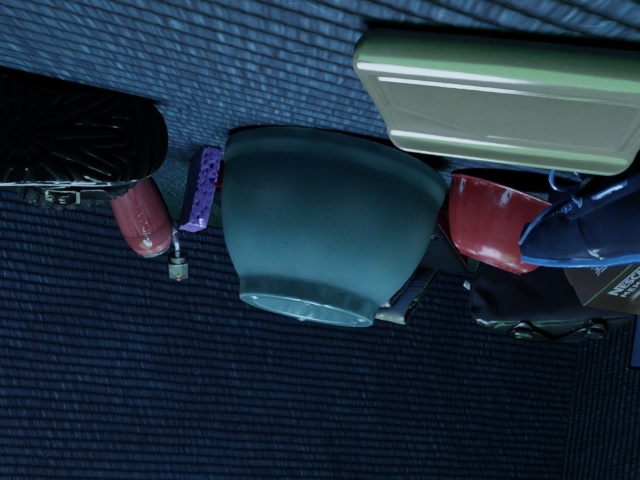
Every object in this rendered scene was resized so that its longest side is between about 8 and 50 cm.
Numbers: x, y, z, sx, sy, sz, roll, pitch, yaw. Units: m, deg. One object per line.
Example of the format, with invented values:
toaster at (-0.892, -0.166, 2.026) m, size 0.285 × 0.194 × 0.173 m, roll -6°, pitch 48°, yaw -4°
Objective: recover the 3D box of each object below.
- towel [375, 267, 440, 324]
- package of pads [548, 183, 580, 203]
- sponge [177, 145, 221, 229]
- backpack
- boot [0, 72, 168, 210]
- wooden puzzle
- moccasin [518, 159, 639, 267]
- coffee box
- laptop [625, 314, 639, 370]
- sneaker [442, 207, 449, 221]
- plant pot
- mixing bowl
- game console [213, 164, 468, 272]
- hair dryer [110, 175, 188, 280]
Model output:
towel at (0.074, 0.028, 1.695) m, size 0.324 × 0.056 × 0.312 m, roll 11°, pitch -146°, yaw 24°
package of pads at (0.340, -0.054, 1.157) m, size 0.050 × 0.032 × 0.083 m, roll 11°, pitch 175°, yaw -38°
sponge at (-0.188, -0.075, 1.377) m, size 0.031 × 0.117 × 0.210 m, roll 11°, pitch 176°, yaw -12°
backpack at (0.406, 0.077, 1.608) m, size 0.290 × 0.273 × 0.355 m, roll -5°, pitch 161°, yaw 11°
boot at (-0.363, -0.112, 1.064) m, size 0.348 × 0.131 × 0.260 m, roll 9°, pitch 176°, yaw -22°
wooden puzzle at (0.149, -0.109, 0.704) m, size 0.221 × 0.044 × 0.238 m, roll 8°, pitch 172°, yaw 12°
moccasin at (0.325, -0.033, 0.933) m, size 0.137 × 0.117 × 0.342 m, roll -4°, pitch 176°, yaw -22°
coffee box at (0.443, 0.022, 1.144) m, size 0.246 × 0.098 × 0.141 m, roll 10°, pitch 136°, yaw -30°
laptop at (0.588, 0.096, 1.364) m, size 0.264 × 0.234 × 0.136 m, roll 9°, pitch 177°, yaw 1°
sneaker at (0.169, -0.035, 1.669) m, size 0.166 × 0.065 × 0.076 m, roll 9°, pitch -179°, yaw 13°
plant pot at (0.000, 0.000, 1.149) m, size 0.293 × 0.196 × 0.293 m, roll 12°, pitch 169°, yaw 2°
mixing bowl at (0.243, -0.015, 1.201) m, size 0.181 × 0.098 × 0.181 m, roll 21°, pitch 180°, yaw 0°
game console at (0.034, -0.025, 1.495) m, size 0.386 × 0.060 × 0.342 m, roll 8°, pitch 161°, yaw 22°
hair dryer at (-0.291, -0.068, 1.402) m, size 0.080 × 0.224 × 0.293 m, roll -25°, pitch 158°, yaw -10°
